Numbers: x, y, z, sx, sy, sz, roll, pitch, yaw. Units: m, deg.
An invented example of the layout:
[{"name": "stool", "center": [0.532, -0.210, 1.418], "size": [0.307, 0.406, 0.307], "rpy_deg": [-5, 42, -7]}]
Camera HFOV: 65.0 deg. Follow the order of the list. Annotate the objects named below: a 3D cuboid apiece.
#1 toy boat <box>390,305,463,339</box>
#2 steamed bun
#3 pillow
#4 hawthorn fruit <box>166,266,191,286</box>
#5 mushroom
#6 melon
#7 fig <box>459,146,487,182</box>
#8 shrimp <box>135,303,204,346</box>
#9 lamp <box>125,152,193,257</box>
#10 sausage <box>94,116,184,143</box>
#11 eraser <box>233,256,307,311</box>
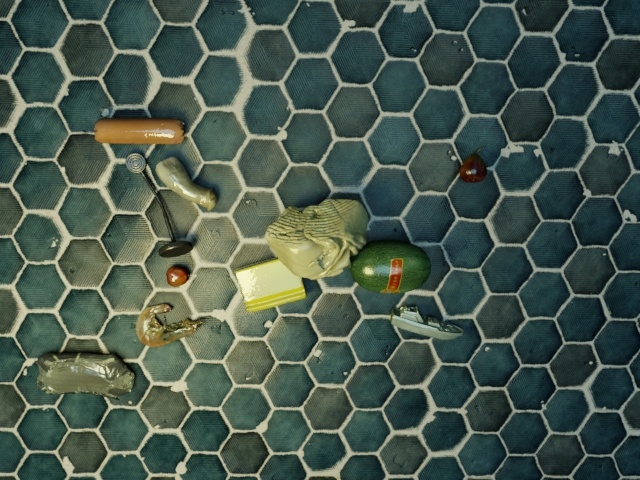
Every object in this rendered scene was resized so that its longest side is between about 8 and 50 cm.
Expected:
[{"name": "toy boat", "center": [0.372, 0.286, 1.740], "size": [0.260, 0.078, 0.085], "rpy_deg": [16, 113, -2]}, {"name": "steamed bun", "center": [0.003, 0.001, 1.611], "size": [0.289, 0.276, 0.203], "rpy_deg": [-40, 136, -28]}, {"name": "pillow", "center": [-0.814, 0.464, 1.734], "size": [0.334, 0.092, 0.162], "rpy_deg": [1, 104, -2]}, {"name": "hawthorn fruit", "center": [-0.486, 0.121, 1.703], "size": [0.077, 0.077, 0.077], "rpy_deg": [0, 99, -1]}, {"name": "mushroom", "center": [-0.438, -0.181, 1.651], "size": [0.223, 0.092, 0.081], "rpy_deg": [39, 139, -3]}, {"name": "melon", "center": [0.219, 0.086, 1.655], "size": [0.287, 0.182, 0.182], "rpy_deg": [3, 99, 0]}, {"name": "fig", "center": [0.509, -0.256, 1.669], "size": [0.088, 0.089, 0.125], "rpy_deg": [9, 74, -3]}, {"name": "shrimp", "center": [-0.523, 0.287, 1.735], "size": [0.250, 0.052, 0.144], "rpy_deg": [-14, 96, 2]}, {"name": "lamp", "center": [-0.533, -0.116, 1.645], "size": [0.130, 0.108, 0.371], "rpy_deg": [-17, 98, -2]}, {"name": "sausage", "center": [-0.582, -0.354, 1.621], "size": [0.288, 0.086, 0.086], "rpy_deg": [0, 99, 0]}, {"name": "eraser", "center": [-0.166, 0.144, 1.712], "size": [0.225, 0.069, 0.158], "rpy_deg": [-16, 96, 2]}]
